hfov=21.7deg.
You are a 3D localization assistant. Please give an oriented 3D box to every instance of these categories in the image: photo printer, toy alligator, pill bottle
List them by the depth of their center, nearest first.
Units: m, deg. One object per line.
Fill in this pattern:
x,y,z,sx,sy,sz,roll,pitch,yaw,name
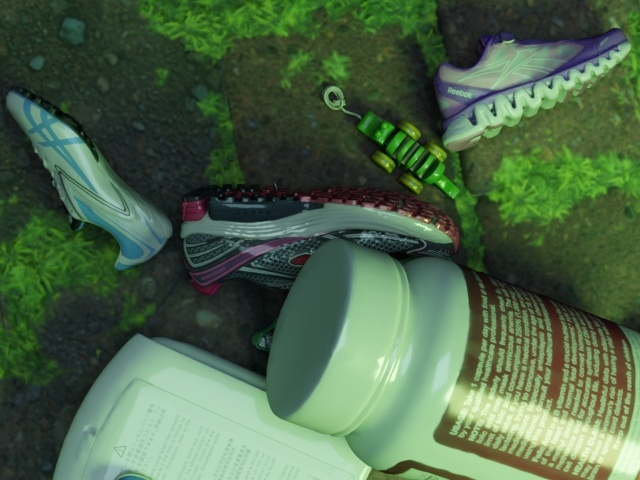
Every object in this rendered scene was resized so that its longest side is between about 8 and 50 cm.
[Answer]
0.158,0.148,1.698,0.392,0.224,0.224,20,85,-20,pill bottle
-0.122,0.256,1.769,0.307,0.107,0.256,24,87,-3,photo printer
0.079,-0.109,1.835,0.190,0.051,0.056,39,84,-2,toy alligator

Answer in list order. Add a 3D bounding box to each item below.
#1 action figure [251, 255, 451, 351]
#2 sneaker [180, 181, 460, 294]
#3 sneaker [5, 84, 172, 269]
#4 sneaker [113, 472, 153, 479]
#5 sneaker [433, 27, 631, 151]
0.040,0.092,1.819,0.232,0.063,0.137,-11,91,-2,action figure
0.000,0.000,1.799,0.299,0.121,0.112,1,101,2,sneaker
-0.261,-0.068,1.790,0.086,0.085,0.237,-42,88,1,sneaker
-0.156,0.298,1.668,0.058,0.084,0.152,-36,91,-4,sneaker
0.225,-0.191,1.837,0.236,0.095,0.104,-24,81,-5,sneaker
